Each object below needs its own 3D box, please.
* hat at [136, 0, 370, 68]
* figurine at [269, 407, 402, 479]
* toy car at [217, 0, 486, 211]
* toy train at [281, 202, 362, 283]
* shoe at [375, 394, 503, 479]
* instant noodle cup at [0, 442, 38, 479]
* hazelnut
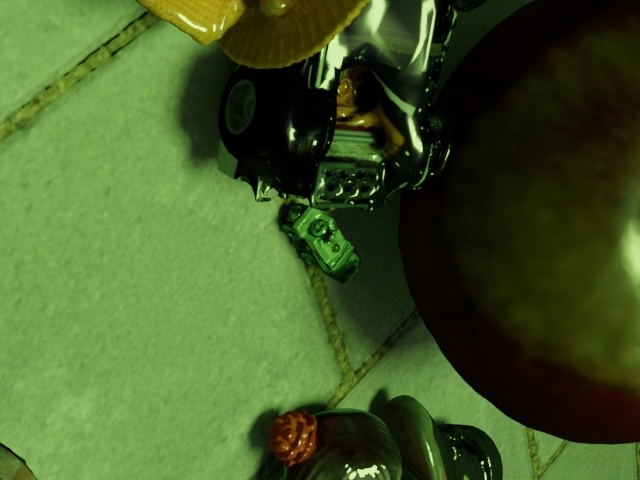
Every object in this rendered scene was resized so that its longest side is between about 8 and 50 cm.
[{"bbox_3d":[-0.084,-0.239,0.668,0.233,0.244,0.233,12,95,-39],"label":"hat"},{"bbox_3d":[-0.004,0.275,1.133,0.138,0.110,0.245,-4,121,-35],"label":"figurine"},{"bbox_3d":[0.032,-0.170,0.889,0.193,0.118,0.301,7,101,-35],"label":"toy car"},{"bbox_3d":[0.000,0.000,1.015,0.033,0.053,0.083,-52,143,-16],"label":"toy train"},{"bbox_3d":[0.145,0.264,1.292,0.137,0.114,0.291,-41,140,-20],"label":"shoe"},{"bbox_3d":[-0.291,0.222,0.659,0.231,0.243,0.243,1,110,-58],"label":"instant noodle cup"},{"bbox_3d":[0.251,-0.033,1.053,0.402,0.402,0.429,16,89,-53],"label":"hazelnut"}]
